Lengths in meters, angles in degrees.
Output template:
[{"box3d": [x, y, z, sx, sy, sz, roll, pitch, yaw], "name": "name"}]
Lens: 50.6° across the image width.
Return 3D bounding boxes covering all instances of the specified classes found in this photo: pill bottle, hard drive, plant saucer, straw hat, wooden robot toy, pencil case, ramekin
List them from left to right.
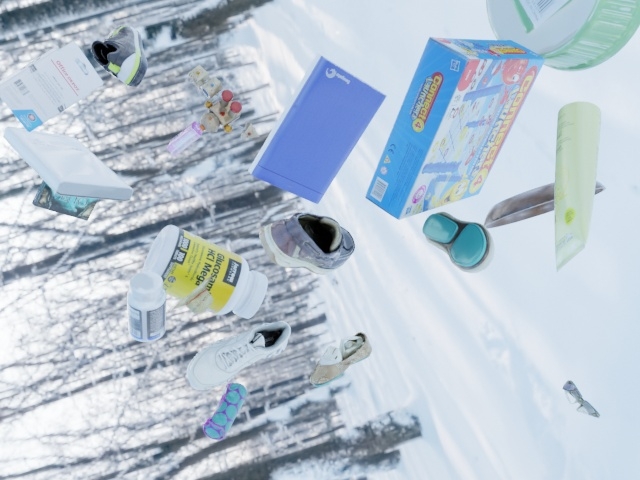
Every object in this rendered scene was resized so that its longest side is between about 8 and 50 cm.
[{"box3d": [-0.638, -0.194, 1.708, 0.307, 0.203, 0.040, 38, 111, 34], "name": "hard drive"}, {"box3d": [-0.354, 0.135, 1.383, 0.078, 0.078, 0.137, -112, 25, -47], "name": "pill bottle"}, {"box3d": [-0.319, 0.159, 1.780, 0.061, 0.144, 0.144, 49, 175, -1], "name": "straw hat"}, {"box3d": [-0.330, 0.102, 1.968, 0.188, 0.333, 0.188, -47, 29, 35], "name": "pill bottle"}, {"box3d": [-0.191, -0.233, 1.223, 0.173, 0.079, 0.076, 51, 166, -1], "name": "wooden robot toy"}, {"box3d": [-0.250, 0.444, 1.775, 0.070, 0.064, 0.152, 52, -143, -22], "name": "pencil case"}, {"box3d": [-0.006, -0.258, 1.623, 0.210, 0.319, 0.040, 21, -161, -36], "name": "hard drive"}, {"box3d": [0.556, -0.099, 1.710, 0.310, 0.310, 0.050, 108, 146, -82], "name": "plant saucer"}, {"box3d": [0.482, -0.498, 1.359, 0.303, 0.148, 0.304, 13, 107, 50], "name": "ramekin"}]

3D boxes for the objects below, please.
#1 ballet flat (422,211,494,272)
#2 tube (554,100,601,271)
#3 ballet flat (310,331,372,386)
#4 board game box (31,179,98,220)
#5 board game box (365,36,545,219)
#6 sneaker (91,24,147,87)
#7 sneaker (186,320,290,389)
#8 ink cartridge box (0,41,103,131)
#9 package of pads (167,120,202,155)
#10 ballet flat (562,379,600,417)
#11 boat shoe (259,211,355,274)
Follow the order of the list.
[{"box3d": [0.260, 0.007, 1.191, 0.248, 0.086, 0.086, -122, 16, -68], "name": "ballet flat"}, {"box3d": [0.356, -0.081, 0.949, 0.070, 0.062, 0.240, 34, -121, -43], "name": "tube"}, {"box3d": [0.043, 0.264, 1.555, 0.206, 0.073, 0.067, -24, -70, -50], "name": "ballet flat"}, {"box3d": [-0.757, -0.138, 2.040, 0.026, 0.126, 0.186, 32, -173, 36], "name": "board game box"}, {"box3d": [0.251, -0.210, 1.250, 0.086, 0.301, 0.308, 38, 124, 28], "name": "board game box"}, {"box3d": [-0.430, -0.405, 1.419, 0.097, 0.084, 0.235, 19, -157, -38], "name": "sneaker"}, {"box3d": [-0.202, 0.279, 1.711, 0.110, 0.292, 0.118, 60, 153, 6], "name": "sneaker"}, {"box3d": [-0.537, -0.312, 1.349, 0.104, 0.180, 0.060, 59, 176, -30], "name": "ink cartridge box"}, {"box3d": [-0.307, -0.232, 1.539, 0.032, 0.083, 0.050, 47, -157, -26], "name": "package of pads"}, {"box3d": [0.641, 0.401, 1.677, 0.114, 0.041, 0.041, 52, 171, 10], "name": "ballet flat"}, {"box3d": [0.000, 0.000, 1.265, 0.285, 0.092, 0.103, 9, -121, -58], "name": "boat shoe"}]
